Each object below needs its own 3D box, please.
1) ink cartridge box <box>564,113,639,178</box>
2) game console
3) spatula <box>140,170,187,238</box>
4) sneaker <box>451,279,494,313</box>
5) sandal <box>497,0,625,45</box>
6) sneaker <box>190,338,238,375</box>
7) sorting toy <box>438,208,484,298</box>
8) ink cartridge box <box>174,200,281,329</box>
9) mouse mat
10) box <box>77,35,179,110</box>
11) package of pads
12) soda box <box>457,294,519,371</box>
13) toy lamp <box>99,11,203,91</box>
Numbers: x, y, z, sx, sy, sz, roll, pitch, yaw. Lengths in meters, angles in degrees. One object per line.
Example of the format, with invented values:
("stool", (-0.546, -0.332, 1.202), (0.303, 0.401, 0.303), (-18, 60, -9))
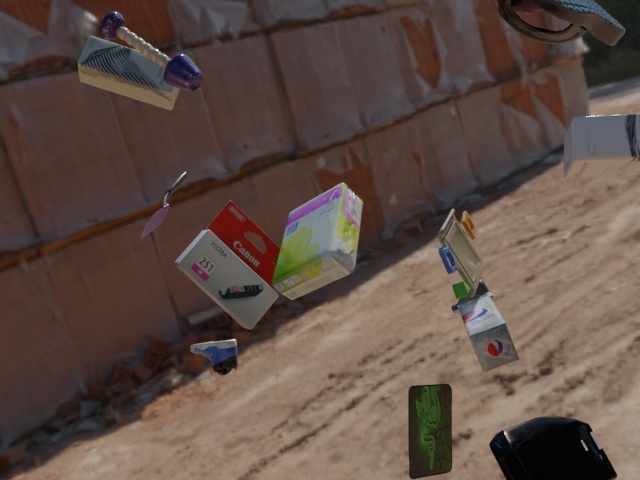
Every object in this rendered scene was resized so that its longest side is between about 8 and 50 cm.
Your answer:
("ink cartridge box", (0.520, -0.160, 1.317), (0.190, 0.082, 0.139), (0, -8, 11))
("game console", (0.413, 0.442, 1.187), (0.213, 0.361, 0.044), (-4, -31, -38))
("spatula", (-0.403, -0.108, 2.043), (0.084, 0.030, 0.296), (-57, 11, 35))
("sneaker", (0.439, 0.163, 2.270), (0.065, 0.076, 0.166), (-12, -15, -36))
("sandal", (0.435, -0.427, 1.459), (0.445, 0.167, 0.107), (5, -46, -45))
("sneaker", (-0.257, 0.287, 1.871), (0.152, 0.085, 0.058), (-11, -6, 38))
("sorting toy", (0.356, 0.034, 2.000), (0.047, 0.196, 0.348), (-24, 11, 27))
("ink cartridge box", (-0.219, 0.066, 2.110), (0.239, 0.275, 0.060), (-51, 19, -17))
("mouse mat", (0.233, 0.399, 1.628), (0.007, 0.190, 0.152), (-8, -11, 44))
("box", (-0.536, -0.473, 2.192), (0.275, 0.113, 0.094), (16, -27, -5))
("package of pads", (0.000, 0.000, 2.100), (0.229, 0.101, 0.296), (-27, 35, 33))
("soda box", (0.405, 0.220, 1.889), (0.091, 0.098, 0.286), (-22, 8, 8))
("toy lamp", (-0.381, -0.425, 1.751), (0.080, 0.274, 0.080), (-50, -16, -20))
